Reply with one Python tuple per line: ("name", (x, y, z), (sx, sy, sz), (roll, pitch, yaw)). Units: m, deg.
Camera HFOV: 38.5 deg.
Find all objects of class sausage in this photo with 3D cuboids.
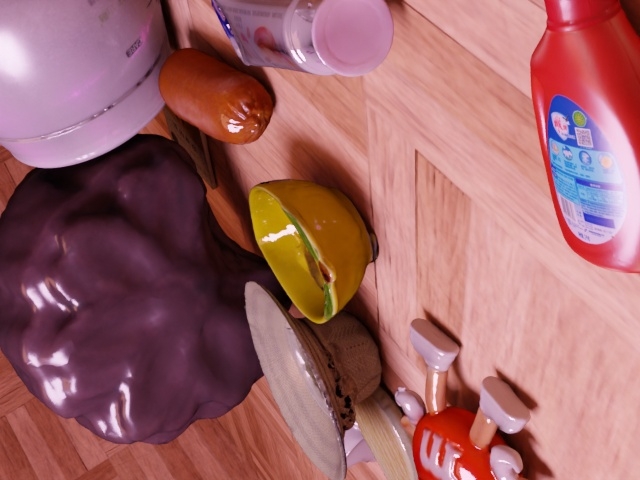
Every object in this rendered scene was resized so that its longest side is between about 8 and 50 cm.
("sausage", (-0.113, -0.153, 0.968), (0.197, 0.076, 0.076), (34, 150, 51))

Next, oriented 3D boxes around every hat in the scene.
("hat", (0.011, 0.141, 1.049), (0.252, 0.110, 0.252), (56, 160, 32))

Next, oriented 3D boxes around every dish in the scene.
("dish", (0.000, 0.000, 0.899), (0.207, 0.080, 0.149), (23, 137, 64))

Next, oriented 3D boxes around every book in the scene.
("book", (-0.187, -0.159, 1.262), (0.118, 0.012, 0.172), (48, 160, 29))

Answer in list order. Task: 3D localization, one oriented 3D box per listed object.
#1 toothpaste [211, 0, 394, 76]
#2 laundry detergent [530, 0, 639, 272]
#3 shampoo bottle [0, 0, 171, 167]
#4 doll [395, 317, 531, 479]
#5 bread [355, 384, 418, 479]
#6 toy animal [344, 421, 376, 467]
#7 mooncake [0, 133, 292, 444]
("toothpaste", (-0.037, -0.175, 0.746), (0.100, 0.066, 0.323), (61, 168, -24))
("laundry detergent", (0.138, -0.068, 0.463), (0.097, 0.049, 0.165), (35, 148, 60))
("shampoo bottle", (-0.314, -0.244, 1.038), (0.273, 0.273, 0.266), (41, 165, 45))
("doll", (0.131, 0.198, 0.863), (0.183, 0.085, 0.217), (38, 144, 46))
("bread", (0.084, 0.229, 1.125), (0.193, 0.036, 0.112), (60, 158, 9))
("toy animal", (0.012, 0.225, 1.263), (0.181, 0.131, 0.127), (36, 120, 36))
("mooncake", (-0.220, 0.067, 1.148), (0.381, 0.351, 0.212), (42, 164, -34))
